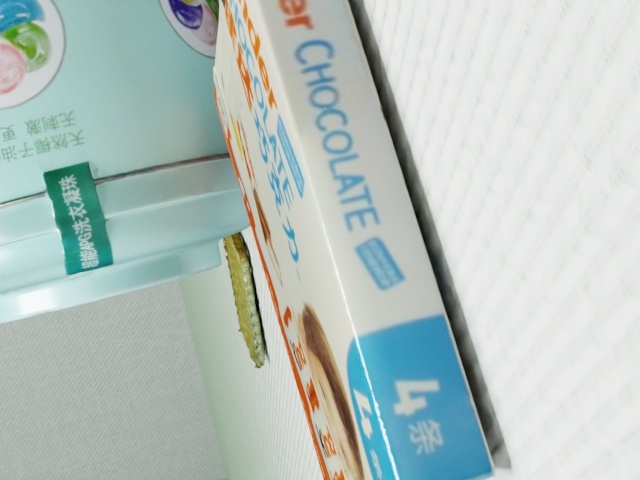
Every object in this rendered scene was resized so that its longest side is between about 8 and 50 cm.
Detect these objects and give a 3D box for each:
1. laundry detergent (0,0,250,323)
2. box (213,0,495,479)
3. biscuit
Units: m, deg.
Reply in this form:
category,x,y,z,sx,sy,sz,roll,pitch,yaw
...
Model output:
category,x,y,z,sx,sy,sz,roll,pitch,yaw
laundry detergent,-0.196,-0.106,0.818,0.287,0.287,0.305,175,81,-80
box,0.000,0.000,0.574,0.265,0.048,0.273,113,142,-74
biscuit,-0.089,0.060,1.254,0.144,0.016,0.203,-118,17,-55
